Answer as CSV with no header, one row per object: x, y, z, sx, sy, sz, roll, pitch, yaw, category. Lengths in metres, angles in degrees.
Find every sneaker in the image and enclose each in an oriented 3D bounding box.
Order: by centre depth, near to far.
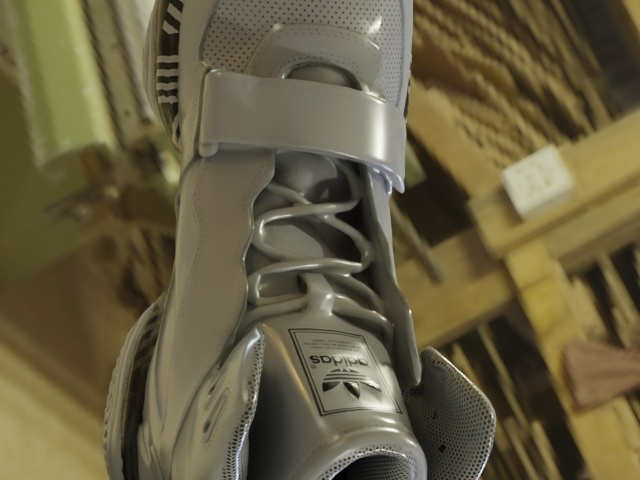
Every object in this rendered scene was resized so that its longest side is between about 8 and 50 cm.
0.000,0.000,0.736,0.210,0.137,0.365,-145,-117,-64,sneaker
